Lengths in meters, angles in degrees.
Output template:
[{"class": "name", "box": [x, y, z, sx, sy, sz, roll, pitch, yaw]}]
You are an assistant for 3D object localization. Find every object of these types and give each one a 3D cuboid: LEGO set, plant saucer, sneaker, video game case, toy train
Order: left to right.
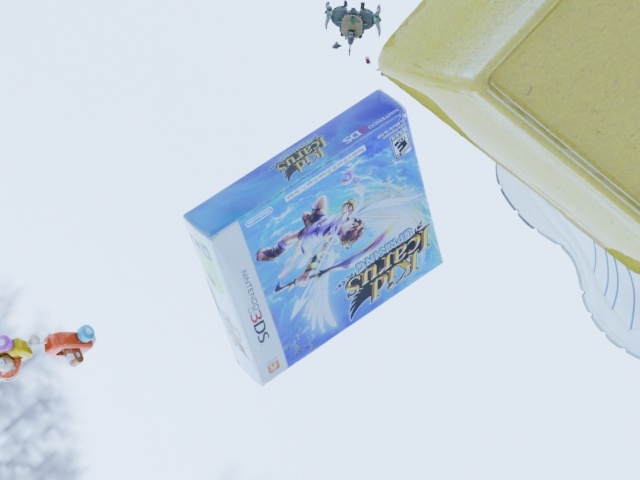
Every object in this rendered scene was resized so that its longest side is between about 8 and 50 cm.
[{"class": "toy train", "box": [-0.330, 0.144, 1.973, 0.166, 0.125, 0.046, -30, -114, 37]}, {"class": "video game case", "box": [0.000, 0.000, 1.962, 0.061, 0.269, 0.244, 41, -22, 41]}, {"class": "LEGO set", "box": [0.034, -0.174, 1.462, 0.083, 0.054, 0.023, 57, 22, -30]}, {"class": "sneaker", "box": [0.285, -0.004, 1.610, 0.297, 0.111, 0.129, 50, -42, 8]}, {"class": "plant saucer", "box": [0.274, -0.155, 1.421, 0.332, 0.333, 0.081, 36, 18, -21]}]
